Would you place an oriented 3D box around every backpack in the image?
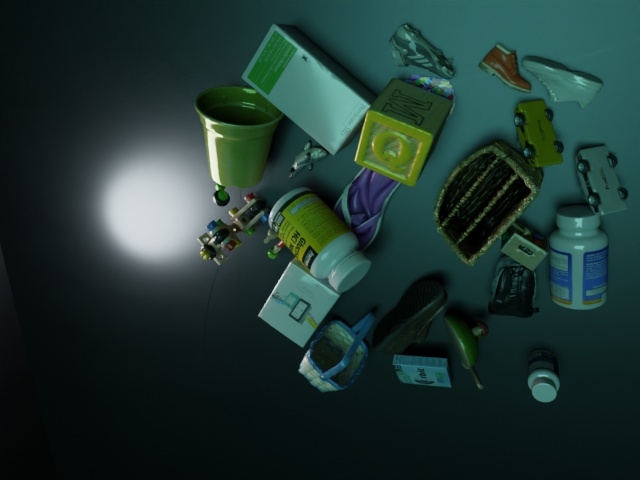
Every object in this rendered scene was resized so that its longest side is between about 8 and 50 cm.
[{"bbox_3d":[0.588,0.137,1.598,0.151,0.115,0.182,1,115,6],"label":"backpack"}]

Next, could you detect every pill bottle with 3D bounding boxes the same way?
[{"bbox_3d":[0.702,0.428,1.646,0.094,0.169,0.094,8,115,18],"label":"pill bottle"},{"bbox_3d":[0.000,0.000,1.667,0.334,0.187,0.188,47,123,23],"label":"pill bottle"},{"bbox_3d":[0.731,0.044,1.482,0.152,0.152,0.272,-1,111,22],"label":"pill bottle"}]

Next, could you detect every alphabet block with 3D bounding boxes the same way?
[{"bbox_3d":[0.233,-0.305,1.472,0.193,0.197,0.193,24,138,11],"label":"alphabet block"}]

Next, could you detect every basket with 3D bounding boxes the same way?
[{"bbox_3d":[0.071,0.390,1.836,0.201,0.255,0.289,39,139,3],"label":"basket"},{"bbox_3d":[0.449,-0.121,1.472,0.213,0.223,0.299,40,123,7],"label":"basket"}]

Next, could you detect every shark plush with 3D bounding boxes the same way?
[{"bbox_3d":[-0.050,-0.248,1.718,0.067,0.073,0.161,29,119,-28],"label":"shark plush"}]

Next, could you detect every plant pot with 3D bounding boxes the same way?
[{"bbox_3d":[-0.262,-0.317,1.670,0.275,0.276,0.254,20,129,12],"label":"plant pot"}]

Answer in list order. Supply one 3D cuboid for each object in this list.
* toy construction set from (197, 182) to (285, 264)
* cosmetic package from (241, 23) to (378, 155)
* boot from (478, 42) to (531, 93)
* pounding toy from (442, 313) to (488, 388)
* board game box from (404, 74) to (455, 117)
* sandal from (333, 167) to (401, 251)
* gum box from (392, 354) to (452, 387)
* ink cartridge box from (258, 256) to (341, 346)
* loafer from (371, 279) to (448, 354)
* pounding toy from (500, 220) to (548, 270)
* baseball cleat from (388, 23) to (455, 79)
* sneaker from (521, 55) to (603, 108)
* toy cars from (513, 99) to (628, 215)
[{"bbox_3d":[-0.286,-0.012,1.849,0.308,0.258,0.237,27,140,-17],"label":"toy construction set"},{"bbox_3d":[-0.023,-0.452,1.562,0.365,0.155,0.197,40,117,3],"label":"cosmetic package"},{"bbox_3d":[0.514,-0.461,1.406,0.157,0.059,0.085,37,115,4],"label":"boot"},{"bbox_3d":[0.498,0.331,1.707,0.110,0.183,0.237,-25,103,1],"label":"pounding toy"},{"bbox_3d":[0.305,-0.407,1.522,0.168,0.033,0.133,13,116,15],"label":"board game box"},{"bbox_3d":[0.134,-0.118,1.671,0.169,0.102,0.417,30,121,9],"label":"sandal"},{"bbox_3d":[0.358,0.457,1.826,0.184,0.041,0.157,0,143,22],"label":"gum box"},{"bbox_3d":[-0.047,0.183,1.817,0.197,0.198,0.270,35,121,3],"label":"ink cartridge box"},{"bbox_3d":[0.317,0.267,1.769,0.130,0.134,0.366,25,132,-17],"label":"loafer"},{"bbox_3d":[0.591,-0.002,1.528,0.141,0.130,0.100,33,119,5],"label":"pounding toy"},{"bbox_3d":[0.281,-0.512,1.477,0.206,0.072,0.109,47,134,2],"label":"baseball cleat"},{"bbox_3d":[0.621,-0.412,1.379,0.212,0.080,0.094,26,130,8],"label":"sneaker"},{"bbox_3d":[0.665,-0.217,1.422,0.393,0.087,0.176,38,76,3],"label":"toy cars"}]
